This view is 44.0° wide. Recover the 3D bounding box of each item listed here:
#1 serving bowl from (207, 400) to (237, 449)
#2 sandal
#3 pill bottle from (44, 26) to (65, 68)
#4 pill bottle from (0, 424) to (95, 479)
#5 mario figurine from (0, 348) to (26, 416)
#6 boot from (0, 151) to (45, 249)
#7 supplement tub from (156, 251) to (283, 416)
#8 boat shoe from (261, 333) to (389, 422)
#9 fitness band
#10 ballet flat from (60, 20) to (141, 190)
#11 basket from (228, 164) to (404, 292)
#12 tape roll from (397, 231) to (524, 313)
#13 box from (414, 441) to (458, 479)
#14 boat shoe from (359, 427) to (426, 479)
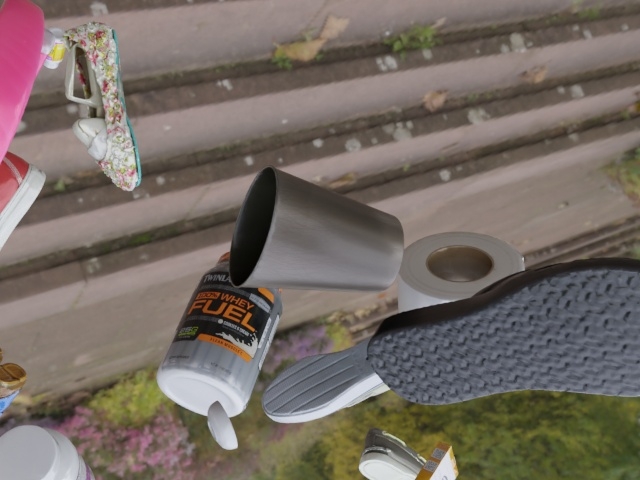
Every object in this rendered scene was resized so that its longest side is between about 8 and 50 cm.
[{"bbox_3d":[-0.165,0.306,1.294,0.027,0.083,0.083,-22,174,-20],"label":"serving bowl"},{"bbox_3d":[0.244,0.091,0.907,0.446,0.167,0.107,-14,-153,42],"label":"sandal"},{"bbox_3d":[-0.549,-0.395,1.632,0.043,0.043,0.083,-15,151,-38],"label":"pill bottle"},{"bbox_3d":[-0.569,0.482,1.619,0.169,0.169,0.301,-19,152,-14],"label":"pill bottle"},{"bbox_3d":[-0.564,0.310,1.151,0.170,0.320,0.198,24,-175,-26],"label":"mario figurine"},{"bbox_3d":[-0.485,-0.026,0.987,0.176,0.244,0.088,33,174,-29],"label":"boot"},{"bbox_3d":[-0.195,0.187,1.640,0.194,0.194,0.316,-28,-147,45],"label":"supplement tub"},{"bbox_3d":[0.051,0.237,1.328,0.302,0.109,0.094,-23,138,7],"label":"boat shoe"},{"bbox_3d":[-0.300,-0.077,0.677,0.054,0.209,0.291,24,135,-26],"label":"fitness band"},{"bbox_3d":[-0.308,-0.182,1.088,0.077,0.240,0.091,-9,175,-37],"label":"ballet flat"},{"bbox_3d":[0.000,0.000,1.210,0.227,0.154,0.204,11,127,-22],"label":"basket"},{"bbox_3d":[0.273,0.113,1.557,0.246,0.169,0.246,-5,-149,3],"label":"tape roll"},{"bbox_3d":[0.186,0.419,1.343,0.028,0.081,0.136,15,-133,38],"label":"box"},{"bbox_3d":[0.202,0.523,1.769,0.109,0.091,0.305,-29,125,32],"label":"boat shoe"}]
